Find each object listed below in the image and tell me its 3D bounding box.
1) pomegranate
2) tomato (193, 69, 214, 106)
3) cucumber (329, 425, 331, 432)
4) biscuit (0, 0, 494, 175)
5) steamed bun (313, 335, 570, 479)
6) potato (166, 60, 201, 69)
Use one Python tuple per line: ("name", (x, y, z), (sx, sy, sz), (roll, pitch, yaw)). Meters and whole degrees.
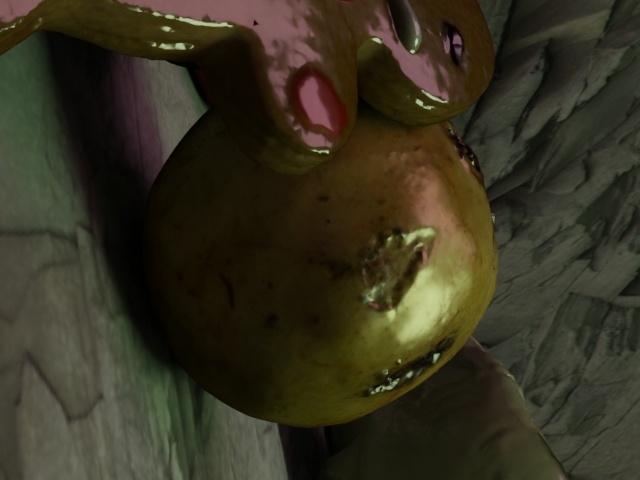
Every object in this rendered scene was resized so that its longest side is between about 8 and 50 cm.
("pomegranate", (0.000, 0.000, 0.990), (0.260, 0.260, 0.261), (-16, 90, -83))
("tomato", (-0.055, -0.197, 1.371), (0.167, 0.167, 0.167), (-16, 90, -83))
("cucumber", (0.040, 0.171, 1.573), (0.074, 0.074, 0.241), (65, 13, -52))
("biscuit", (-0.039, -0.178, 0.818), (0.432, 0.064, 0.283), (17, 57, -40))
("steamed bun", (0.100, 0.254, 1.357), (0.310, 0.219, 0.324), (82, -14, -50))
("potato", (-0.080, -0.246, 1.039), (0.304, 0.215, 0.216), (-108, 177, -51))
